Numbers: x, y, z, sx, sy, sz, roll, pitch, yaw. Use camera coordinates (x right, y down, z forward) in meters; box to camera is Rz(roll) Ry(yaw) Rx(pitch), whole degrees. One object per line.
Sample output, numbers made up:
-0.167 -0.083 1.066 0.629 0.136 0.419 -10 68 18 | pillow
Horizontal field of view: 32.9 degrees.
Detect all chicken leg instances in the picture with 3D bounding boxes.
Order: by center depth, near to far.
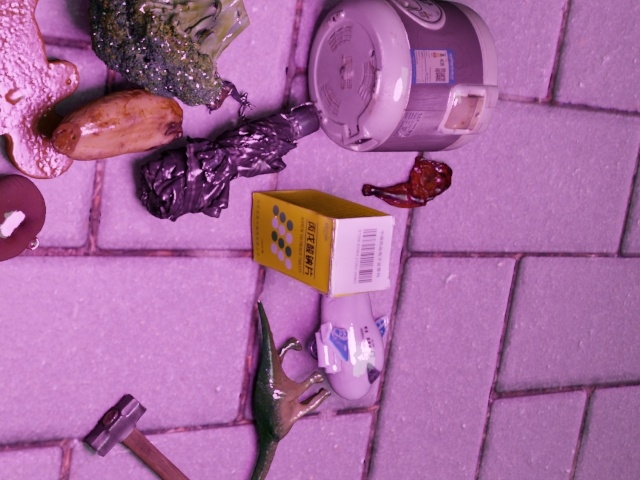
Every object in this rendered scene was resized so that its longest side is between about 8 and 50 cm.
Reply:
0.175 -0.105 2.105 0.205 0.053 0.093 -30 97 -33 | chicken leg

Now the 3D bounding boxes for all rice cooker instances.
0.149 -0.287 1.881 0.277 0.288 0.288 -3 106 -33 | rice cooker

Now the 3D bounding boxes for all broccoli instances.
-0.226 -0.324 1.621 0.241 0.261 0.269 -23 84 -7 | broccoli

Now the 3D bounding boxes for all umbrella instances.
-0.142 -0.126 1.815 0.336 0.128 0.154 -23 154 -33 | umbrella

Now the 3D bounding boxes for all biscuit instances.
-0.455 -0.228 1.610 0.197 0.049 0.302 -33 121 -25 | biscuit

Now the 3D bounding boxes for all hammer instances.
-0.274 0.421 1.950 0.111 0.043 0.365 -47 127 -15 | hammer

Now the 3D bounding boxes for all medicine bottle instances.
0.000 0.000 1.884 0.141 0.250 0.137 -4 106 -38 | medicine bottle

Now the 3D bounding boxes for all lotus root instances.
-0.310 -0.182 1.673 0.258 0.097 0.110 -19 143 -56 | lotus root

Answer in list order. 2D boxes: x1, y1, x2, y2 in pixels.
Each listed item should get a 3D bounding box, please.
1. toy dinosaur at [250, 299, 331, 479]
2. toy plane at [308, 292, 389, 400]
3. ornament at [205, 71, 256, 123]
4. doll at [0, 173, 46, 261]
-0.125 0.338 2.014 0.300 0.087 0.447 -33 119 -16 | toy dinosaur
0.061 0.167 2.042 0.267 0.122 0.267 6 83 -62 | toy plane
-0.162 -0.238 1.832 0.073 0.028 0.125 -53 125 -12 | ornament
-0.490 -0.056 1.616 0.145 0.096 0.188 -34 111 -30 | doll
